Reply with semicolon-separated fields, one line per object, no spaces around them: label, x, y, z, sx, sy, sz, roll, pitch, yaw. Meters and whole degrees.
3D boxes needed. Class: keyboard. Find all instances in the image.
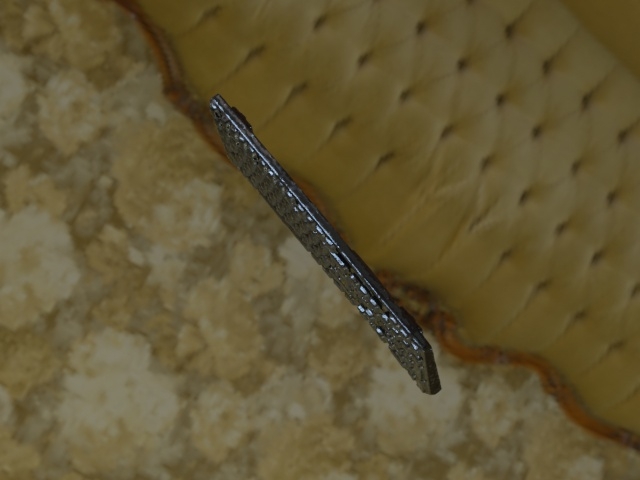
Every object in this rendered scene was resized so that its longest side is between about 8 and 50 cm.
keyboard;0.000;0.000;0.714;0.204;0.013;0.061;50;169;29
